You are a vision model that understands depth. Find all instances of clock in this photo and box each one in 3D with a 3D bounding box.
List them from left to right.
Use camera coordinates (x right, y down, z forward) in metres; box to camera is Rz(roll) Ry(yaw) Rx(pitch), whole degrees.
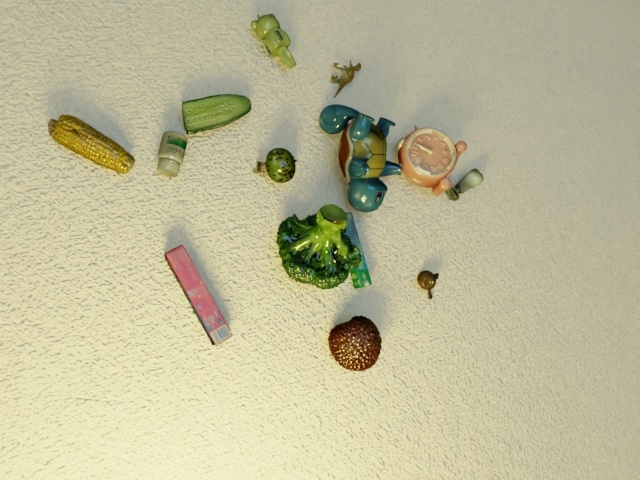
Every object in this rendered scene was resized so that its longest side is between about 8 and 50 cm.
[{"bbox_3d":[0.402,-0.316,1.831,0.241,0.142,0.227,26,75,-4],"label":"clock"}]

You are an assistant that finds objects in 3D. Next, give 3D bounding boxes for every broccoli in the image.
[{"bbox_3d":[0.000,0.000,1.539,0.297,0.297,0.298,11,42,-10],"label":"broccoli"}]

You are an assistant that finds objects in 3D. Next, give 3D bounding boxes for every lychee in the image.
[{"bbox_3d":[0.116,0.342,1.568,0.188,0.188,0.188,4,78,-20],"label":"lychee"}]

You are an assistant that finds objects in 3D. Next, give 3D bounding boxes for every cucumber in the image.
[{"bbox_3d":[-0.345,-0.423,1.597,0.243,0.063,0.115,-20,81,-23],"label":"cucumber"}]

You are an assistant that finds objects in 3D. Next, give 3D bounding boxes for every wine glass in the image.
[{"bbox_3d":[0.576,-0.223,1.906,0.155,0.072,0.072,-34,93,-22],"label":"wine glass"}]

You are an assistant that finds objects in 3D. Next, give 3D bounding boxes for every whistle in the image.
[{"bbox_3d":[-0.161,-0.718,1.713,0.105,0.085,0.227,-34,92,-23],"label":"whistle"}]

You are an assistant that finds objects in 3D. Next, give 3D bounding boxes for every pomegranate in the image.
[{"bbox_3d":[-0.156,-0.252,1.615,0.161,0.122,0.122,-6,81,2],"label":"pomegranate"}]

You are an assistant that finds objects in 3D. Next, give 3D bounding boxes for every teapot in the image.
[{"bbox_3d":[0.408,0.166,1.766,0.085,0.080,0.110,-15,99,6],"label":"teapot"}]

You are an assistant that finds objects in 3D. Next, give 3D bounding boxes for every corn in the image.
[{"bbox_3d":[-0.685,-0.288,1.425,0.261,0.097,0.097,29,71,-14],"label":"corn"}]

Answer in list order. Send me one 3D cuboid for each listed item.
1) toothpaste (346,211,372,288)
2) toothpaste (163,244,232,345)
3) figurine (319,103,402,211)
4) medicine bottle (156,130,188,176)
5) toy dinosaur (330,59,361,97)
[{"bbox_3d":[0.116,0.036,1.683,0.050,0.065,0.267,-14,85,-23],"label":"toothpaste"},{"bbox_3d":[-0.377,0.170,1.465,0.066,0.076,0.321,-28,91,-23],"label":"toothpaste"},{"bbox_3d":[0.150,-0.315,1.675,0.298,0.242,0.417,-14,82,-64],"label":"figurine"},{"bbox_3d":[-0.473,-0.274,1.511,0.080,0.080,0.130,13,75,-18],"label":"medicine bottle"},{"bbox_3d":[0.103,-0.614,1.819,0.126,0.039,0.162,0,81,-22],"label":"toy dinosaur"}]
